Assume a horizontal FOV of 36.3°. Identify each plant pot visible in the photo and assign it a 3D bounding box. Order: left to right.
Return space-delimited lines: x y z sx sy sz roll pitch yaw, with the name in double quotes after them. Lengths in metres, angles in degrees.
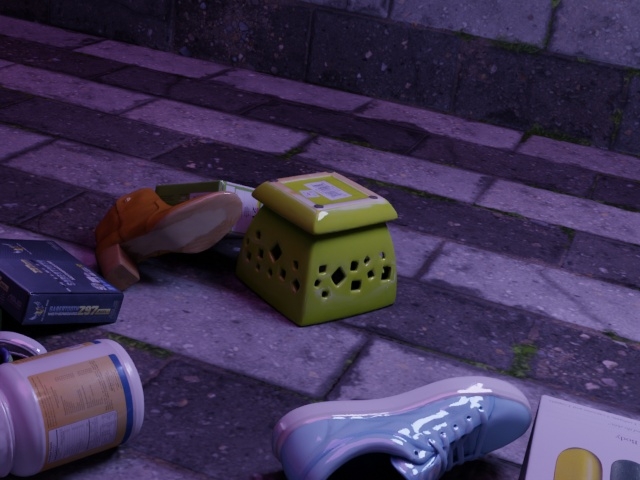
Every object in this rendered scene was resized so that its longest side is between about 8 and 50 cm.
0.000 0.000 1.777 0.227 0.207 0.228 -11 29 -36 "plant pot"

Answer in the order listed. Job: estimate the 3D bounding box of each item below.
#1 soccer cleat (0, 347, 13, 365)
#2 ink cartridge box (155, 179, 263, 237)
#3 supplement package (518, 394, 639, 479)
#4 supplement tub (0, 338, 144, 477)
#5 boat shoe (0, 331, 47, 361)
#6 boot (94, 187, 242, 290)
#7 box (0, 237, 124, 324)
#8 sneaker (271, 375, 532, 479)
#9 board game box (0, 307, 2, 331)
-0.533 0.200 1.255 0.289 0.121 0.093 -8 28 -31 "soccer cleat"
-0.170 -0.047 1.909 0.189 0.097 0.255 -1 -8 41 "ink cartridge box"
0.311 0.342 1.094 0.199 0.198 0.262 14 24 13 "supplement package"
-0.343 0.215 1.249 0.200 0.144 0.144 -12 30 -39 "supplement tub"
-0.506 0.174 1.384 0.228 0.080 0.076 8 29 3 "boat shoe"
-0.288 -0.046 1.773 0.295 0.104 0.211 -32 36 5 "boot"
-0.466 0.064 1.611 0.233 0.059 0.183 29 17 38 "box"
0.127 0.284 1.282 0.366 0.135 0.150 -8 35 -14 "sneaker"
-0.676 0.079 1.585 0.213 0.046 0.317 -9 28 -35 "board game box"
